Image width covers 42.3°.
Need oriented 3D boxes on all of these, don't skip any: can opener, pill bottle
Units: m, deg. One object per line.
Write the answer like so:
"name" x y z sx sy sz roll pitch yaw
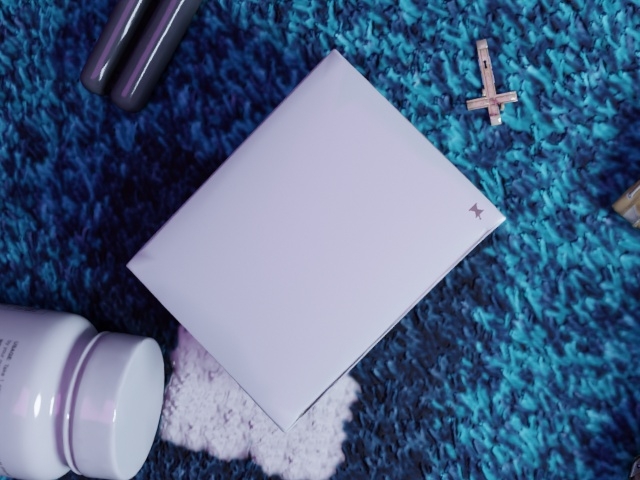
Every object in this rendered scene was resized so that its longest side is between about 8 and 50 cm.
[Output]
"can opener" -0.150 -0.263 0.796 0.076 0.095 0.284 30 95 7
"pill bottle" -0.306 0.141 0.793 0.282 0.160 0.161 7 92 8

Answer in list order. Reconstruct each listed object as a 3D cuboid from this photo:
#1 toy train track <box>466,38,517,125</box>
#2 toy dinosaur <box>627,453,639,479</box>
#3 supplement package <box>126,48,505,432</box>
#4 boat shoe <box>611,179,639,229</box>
"toy train track" 0.162 -0.153 0.795 0.048 0.014 0.083 -11 89 8
"toy dinosaur" 0.344 0.291 0.732 0.218 0.164 0.322 47 135 19
"supplement package" 0.000 0.000 0.755 0.262 0.145 0.204 -45 85 6
"boat shoe" 0.337 -0.093 0.749 0.072 0.068 0.190 36 96 17
